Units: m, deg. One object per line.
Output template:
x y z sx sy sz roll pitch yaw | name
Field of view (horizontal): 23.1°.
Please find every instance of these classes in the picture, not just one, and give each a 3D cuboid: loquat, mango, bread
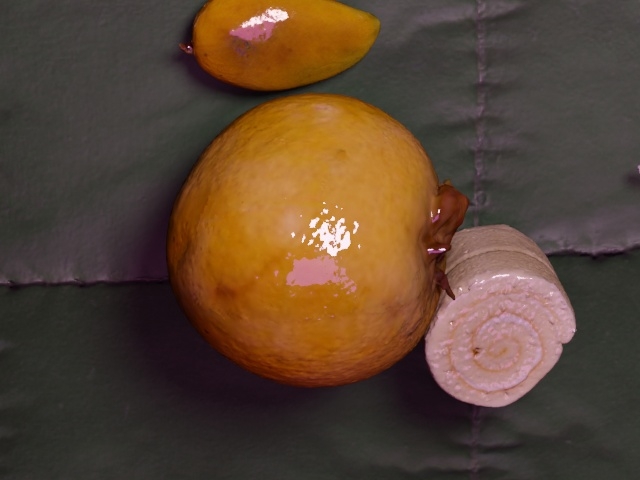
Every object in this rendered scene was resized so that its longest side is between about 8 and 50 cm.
0.000 0.000 1.412 0.275 0.275 0.275 -1 114 -2 | loquat
-0.036 -0.186 1.440 0.187 0.066 0.101 0 115 -12 | mango
0.162 0.069 1.515 0.134 0.141 0.148 42 103 -16 | bread

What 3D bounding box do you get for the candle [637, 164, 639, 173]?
0.452 -0.115 1.427 0.330 0.187 0.187 -29 112 11 | candle
